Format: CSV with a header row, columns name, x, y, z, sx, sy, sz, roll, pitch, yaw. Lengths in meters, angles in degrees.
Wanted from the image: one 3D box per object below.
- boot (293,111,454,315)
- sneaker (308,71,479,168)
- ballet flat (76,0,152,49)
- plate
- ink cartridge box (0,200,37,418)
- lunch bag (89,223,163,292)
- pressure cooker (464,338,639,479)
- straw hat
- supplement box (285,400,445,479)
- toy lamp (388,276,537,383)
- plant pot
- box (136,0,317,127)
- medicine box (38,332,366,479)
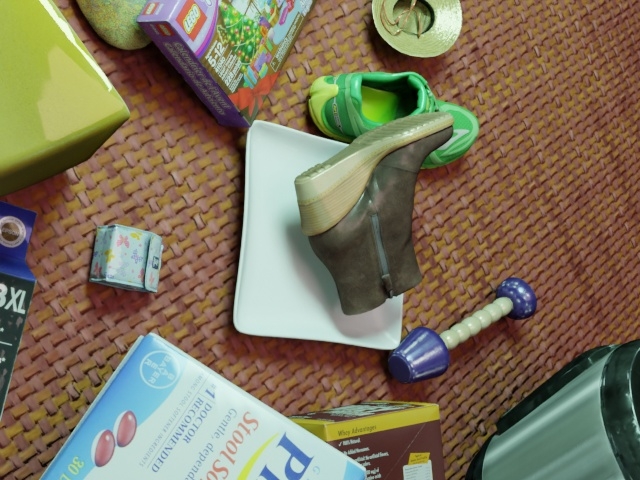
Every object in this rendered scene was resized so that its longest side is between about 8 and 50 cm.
name,x,y,z,sx,sy,sz,roll,pitch,yaw
boot,0.096,-0.039,1.352,0.248,0.090,0.206,-29,111,-14
sneaker,0.123,-0.170,1.442,0.296,0.124,0.109,7,80,-37
ballet flat,-0.249,-0.403,1.193,0.123,0.123,0.348,-10,91,-37
plate,0.000,0.000,1.377,0.277,0.045,0.277,10,79,-36
ink cartridge box,-0.408,0.116,1.049,0.176,0.069,0.370,20,70,-34
lunch bag,-0.223,0.022,1.203,0.083,0.053,0.071,18,75,-44
pressure cooker,0.405,0.376,1.425,0.370,0.420,0.375,40,39,-4
straw hat,0.131,-0.329,1.506,0.145,0.061,0.144,2,83,-20
supplement box,0.051,0.318,1.324,0.191,0.129,0.194,-3,86,-37
toy lamp,0.208,0.134,1.500,0.275,0.080,0.080,-23,99,-39
plant pot,-0.350,-0.141,1.025,0.187,0.212,0.212,-39,98,-25
box,-0.096,-0.319,1.295,0.201,0.057,0.293,50,56,-46
medicine box,-0.144,0.295,1.100,0.289,0.149,0.263,31,63,2
